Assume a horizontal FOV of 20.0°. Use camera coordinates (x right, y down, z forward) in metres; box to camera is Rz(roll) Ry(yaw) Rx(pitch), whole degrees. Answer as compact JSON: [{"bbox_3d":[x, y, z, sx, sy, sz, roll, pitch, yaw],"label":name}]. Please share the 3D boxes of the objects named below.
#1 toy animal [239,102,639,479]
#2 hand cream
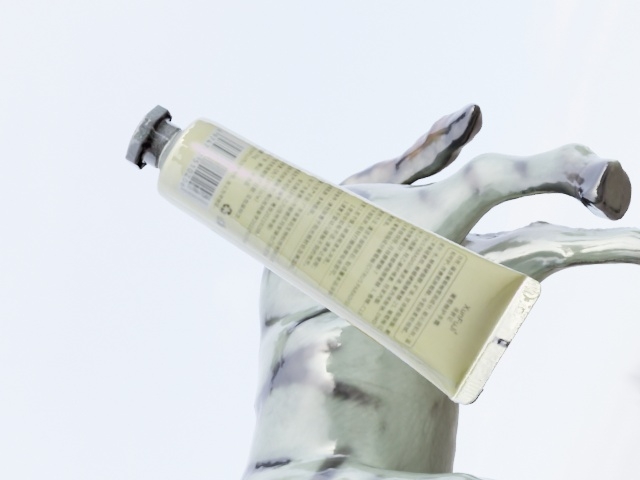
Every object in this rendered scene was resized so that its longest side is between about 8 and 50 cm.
[{"bbox_3d":[0.027,0.076,0.562,0.090,0.170,0.255,46,-116,-47],"label":"toy animal"},{"bbox_3d":[0.000,0.000,0.426,0.035,0.102,0.022,-57,-10,-16],"label":"hand cream"}]
